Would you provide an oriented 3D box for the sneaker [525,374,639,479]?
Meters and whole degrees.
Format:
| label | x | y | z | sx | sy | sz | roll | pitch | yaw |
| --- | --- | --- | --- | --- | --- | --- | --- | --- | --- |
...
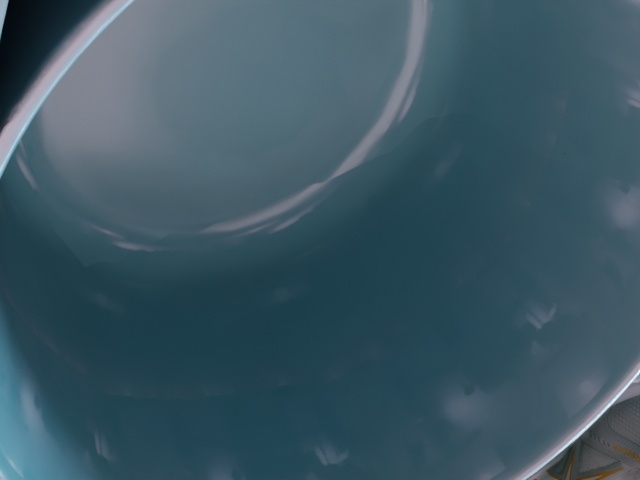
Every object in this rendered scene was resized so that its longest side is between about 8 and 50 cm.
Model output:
| label | x | y | z | sx | sy | sz | roll | pitch | yaw |
| --- | --- | --- | --- | --- | --- | --- | --- | --- | --- |
| sneaker | 0.216 | 0.198 | 1.386 | 0.099 | 0.121 | 0.262 | -15 | 151 | -17 |

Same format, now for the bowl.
| label | x | y | z | sx | sy | sz | roll | pitch | yaw |
| --- | --- | --- | --- | --- | --- | --- | --- | --- | --- |
| bowl | -0.010 | -0.038 | 0.680 | 0.311 | 0.163 | 0.312 | -15 | 130 | -18 |

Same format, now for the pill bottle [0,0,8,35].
| label | x | y | z | sx | sy | sz | roll | pitch | yaw |
| --- | --- | --- | --- | --- | --- | --- | --- | --- | --- |
| pill bottle | -0.213 | -0.013 | 0.523 | 0.204 | 0.204 | 0.361 | -12 | 163 | -23 |
